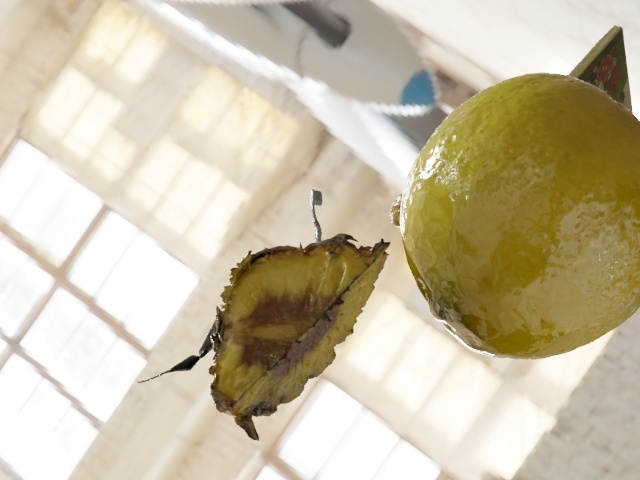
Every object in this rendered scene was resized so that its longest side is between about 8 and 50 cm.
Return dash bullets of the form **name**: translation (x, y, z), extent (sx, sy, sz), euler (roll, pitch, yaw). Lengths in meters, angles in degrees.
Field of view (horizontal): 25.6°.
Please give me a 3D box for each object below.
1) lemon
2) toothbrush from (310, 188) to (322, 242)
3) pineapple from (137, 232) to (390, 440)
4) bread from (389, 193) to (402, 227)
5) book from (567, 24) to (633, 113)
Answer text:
- **lemon**: translation (0.175, -0.009, 1.217), extent (0.240, 0.219, 0.240), euler (42, 161, 19)
- **toothbrush**: translation (0.000, 0.000, 2.048), extent (0.019, 0.013, 0.193), euler (9, -131, -18)
- **pineapple**: translation (-0.063, 0.119, 1.825), extent (0.158, 0.334, 0.161), euler (30, 158, 18)
- **bread**: translation (0.152, -0.035, 1.974), extent (0.110, 0.044, 0.083), euler (8, 159, -3)
- **book**: translation (0.312, -0.060, 1.654), extent (0.018, 0.228, 0.322), euler (21, 146, 37)
